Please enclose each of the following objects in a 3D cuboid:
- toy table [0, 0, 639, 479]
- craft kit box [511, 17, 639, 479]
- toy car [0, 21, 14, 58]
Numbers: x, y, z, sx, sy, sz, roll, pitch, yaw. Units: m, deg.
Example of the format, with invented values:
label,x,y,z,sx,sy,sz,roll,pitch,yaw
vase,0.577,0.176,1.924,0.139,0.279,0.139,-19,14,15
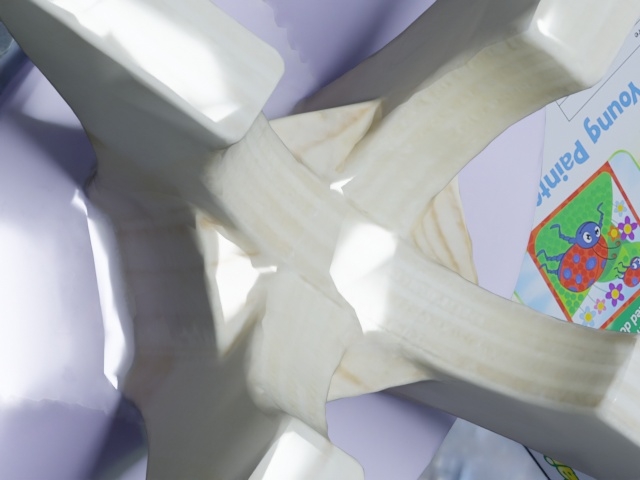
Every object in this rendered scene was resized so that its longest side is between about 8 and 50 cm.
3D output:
label,x,y,z,sx,sy,sz,roll,pitch,yaw
toy table,0.000,0.000,0.546,0.252,0.161,0.274,25,77,-22
craft kit box,0.154,-0.022,0.757,0.250,0.061,0.246,-45,110,-23
toy car,-0.169,-0.050,0.518,0.188,0.149,0.155,-41,101,-36
